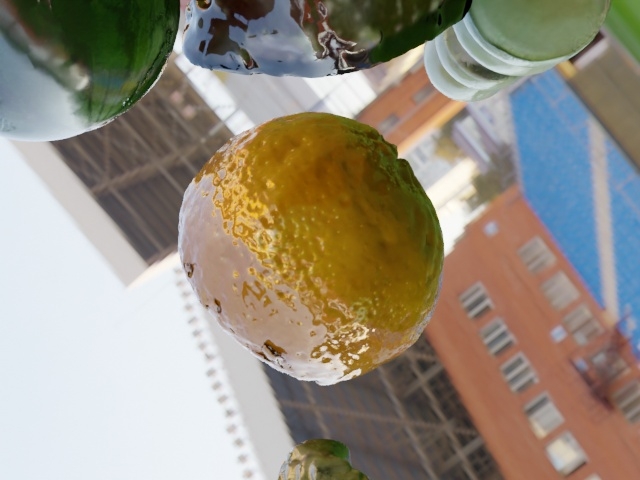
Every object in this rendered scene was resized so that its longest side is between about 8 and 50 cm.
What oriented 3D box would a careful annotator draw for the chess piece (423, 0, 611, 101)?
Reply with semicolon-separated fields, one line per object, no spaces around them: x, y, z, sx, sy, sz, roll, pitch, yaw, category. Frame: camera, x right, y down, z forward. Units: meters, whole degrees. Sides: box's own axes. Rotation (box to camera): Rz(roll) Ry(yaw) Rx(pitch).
0.213;-0.263;1.518;0.182;0.182;0.330;50;169;0;chess piece

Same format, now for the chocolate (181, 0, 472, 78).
0.013;-0.310;1.196;0.225;0.340;0.210;30;136;39;chocolate

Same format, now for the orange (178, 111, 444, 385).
0.000;0.000;1.533;0.340;0.293;0.341;41;-166;-12;orange

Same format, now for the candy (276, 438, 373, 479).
0.004;0.192;0.809;0.095;0.110;0.085;27;162;28;candy

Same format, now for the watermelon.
-0.233;-0.203;1.018;0.242;0.242;0.242;46;-165;-16;watermelon
